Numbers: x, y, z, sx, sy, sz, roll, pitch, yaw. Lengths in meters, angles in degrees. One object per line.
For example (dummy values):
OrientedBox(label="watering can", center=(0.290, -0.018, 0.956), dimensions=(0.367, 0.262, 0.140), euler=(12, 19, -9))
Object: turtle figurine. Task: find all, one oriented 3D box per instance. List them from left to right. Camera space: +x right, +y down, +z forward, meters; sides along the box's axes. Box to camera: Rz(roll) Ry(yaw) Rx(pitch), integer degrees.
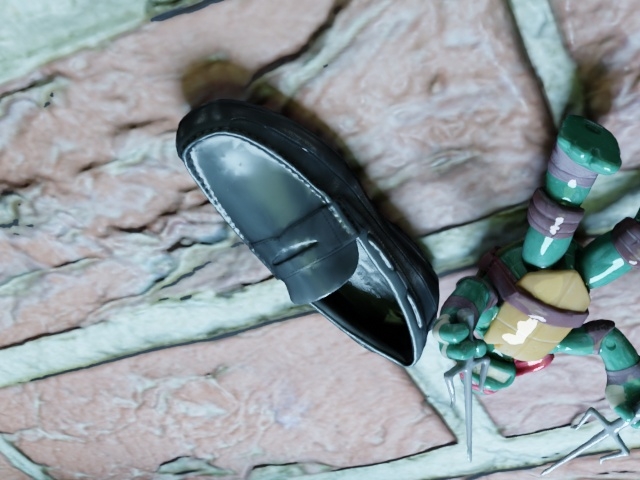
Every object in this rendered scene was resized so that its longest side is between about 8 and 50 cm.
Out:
OrientedBox(label="turtle figurine", center=(0.140, 0.044, 0.581), dimensions=(0.175, 0.118, 0.234), euler=(9, 124, -26))

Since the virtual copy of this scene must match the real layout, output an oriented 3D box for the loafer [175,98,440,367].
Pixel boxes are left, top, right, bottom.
OrientedBox(label="loafer", center=(0.000, 0.000, 0.571), dimensions=(0.076, 0.078, 0.223), euler=(-27, 129, 29))
